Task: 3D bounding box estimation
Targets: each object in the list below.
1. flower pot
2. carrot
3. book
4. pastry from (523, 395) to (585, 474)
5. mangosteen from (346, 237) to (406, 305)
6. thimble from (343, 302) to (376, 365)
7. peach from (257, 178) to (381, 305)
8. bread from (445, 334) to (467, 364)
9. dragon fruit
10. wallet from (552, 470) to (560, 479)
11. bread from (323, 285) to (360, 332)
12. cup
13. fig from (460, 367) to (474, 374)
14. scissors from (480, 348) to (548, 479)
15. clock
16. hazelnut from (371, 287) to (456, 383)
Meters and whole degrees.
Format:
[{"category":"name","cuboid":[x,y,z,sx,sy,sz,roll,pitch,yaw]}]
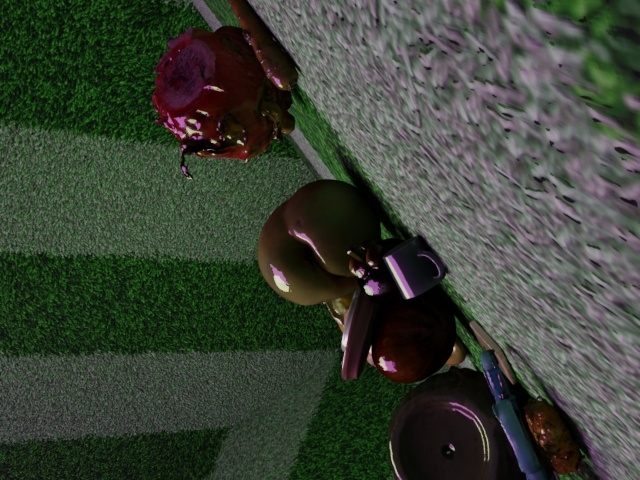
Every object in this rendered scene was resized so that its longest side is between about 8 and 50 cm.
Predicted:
[{"category":"flower pot","cuboid":[0.286,0.382,1.001,0.213,0.302,0.302,28,-159,-47]},{"category":"carrot","cuboid":[-0.109,-0.348,0.883,0.254,0.049,0.049,59,-178,11]},{"category":"book","cuboid":[0.292,0.190,0.907,0.111,0.014,0.077,53,-178,-39]},{"category":"pastry","cuboid":[0.328,0.281,0.756,0.140,0.056,0.080,51,-166,-30]},{"category":"mangosteen","cuboid":[0.116,0.050,1.012,0.151,0.137,0.137,29,-171,-18]},{"category":"thimble","cuboid":[0.184,0.202,1.361,0.162,0.239,0.239,55,-178,34]},{"category":"peach","cuboid":[0.001,-0.001,1.180,0.247,0.292,0.292,30,-179,2]},{"category":"bread","cuboid":[0.343,0.294,1.531,0.142,0.091,0.305,49,-179,15]},{"category":"dragon fruit","cuboid":[-0.178,-0.274,1.089,0.291,0.250,0.269,20,-142,-60]},{"category":"wallet","cuboid":[0.440,0.426,1.187,0.231,0.069,0.170,53,-174,-19]},{"category":"bread","cuboid":[0.139,0.130,1.699,0.361,0.250,0.394,57,-174,11]},{"category":"cup","cuboid":[0.153,0.039,0.850,0.077,0.078,0.100,58,147,-1]},{"category":"fig","cuboid":[0.445,0.455,1.566,0.257,0.159,0.159,21,-152,-51]},{"category":"scissors","cuboid":[0.314,0.334,0.794,0.393,0.032,0.180,61,-163,-22]},{"category":"clock","cuboid":[0.086,0.180,1.151,0.056,0.244,0.244,16,172,12]},{"category":"hazelnut","cuboid":[0.194,0.193,1.082,0.178,0.204,0.178,33,150,22]}]
